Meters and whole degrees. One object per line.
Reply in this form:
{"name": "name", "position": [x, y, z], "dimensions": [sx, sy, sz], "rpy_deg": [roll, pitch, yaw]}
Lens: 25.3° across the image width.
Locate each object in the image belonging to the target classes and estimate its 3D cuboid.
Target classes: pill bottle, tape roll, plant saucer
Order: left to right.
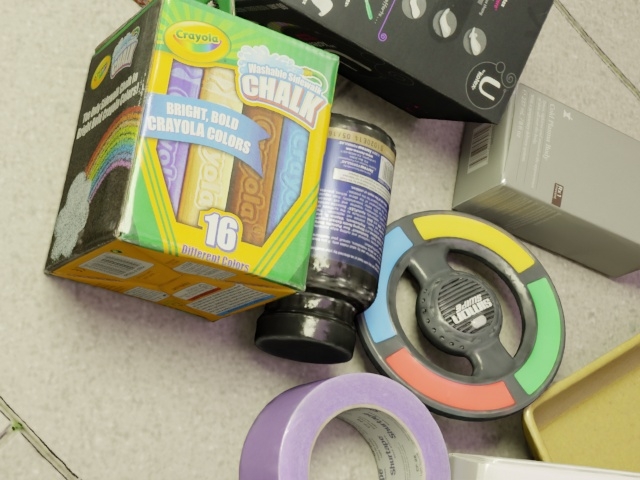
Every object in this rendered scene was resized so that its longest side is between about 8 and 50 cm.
{"name": "pill bottle", "position": [0.000, 0.000, 1.353], "dimensions": [0.123, 0.123, 0.219], "rpy_deg": [18, 69, -26]}
{"name": "tape roll", "position": [0.024, 0.222, 1.339], "dimensions": [0.189, 0.080, 0.189], "rpy_deg": [8, 75, -30]}
{"name": "plant saucer", "position": [0.371, 0.264, 1.538], "dimensions": [0.333, 0.081, 0.333], "rpy_deg": [-25, 91, -34]}

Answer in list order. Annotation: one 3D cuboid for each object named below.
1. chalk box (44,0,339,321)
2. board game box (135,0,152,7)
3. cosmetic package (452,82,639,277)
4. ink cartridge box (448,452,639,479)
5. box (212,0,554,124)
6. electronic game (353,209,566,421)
{"name": "chalk box", "position": [-0.108, -0.097, 1.277], "dimensions": [0.179, 0.180, 0.289], "rpy_deg": [19, 71, -26]}
{"name": "board game box", "position": [-0.169, -0.288, 1.377], "dimensions": [0.154, 0.026, 0.103], "rpy_deg": [39, 61, -17]}
{"name": "cosmetic package", "position": [0.268, -0.061, 1.542], "dimensions": [0.238, 0.107, 0.127], "rpy_deg": [19, 66, -23]}
{"name": "ink cartridge box", "position": [0.216, 0.350, 1.343], "dimensions": [0.207, 0.117, 0.283], "rpy_deg": [8, 85, -11]}
{"name": "box", "position": [0.060, -0.233, 1.396], "dimensions": [0.270, 0.165, 0.143], "rpy_deg": [26, 86, -25]}
{"name": "electronic game", "position": [0.140, 0.072, 1.431], "dimensions": [0.229, 0.048, 0.229], "rpy_deg": [9, 60, -16]}
